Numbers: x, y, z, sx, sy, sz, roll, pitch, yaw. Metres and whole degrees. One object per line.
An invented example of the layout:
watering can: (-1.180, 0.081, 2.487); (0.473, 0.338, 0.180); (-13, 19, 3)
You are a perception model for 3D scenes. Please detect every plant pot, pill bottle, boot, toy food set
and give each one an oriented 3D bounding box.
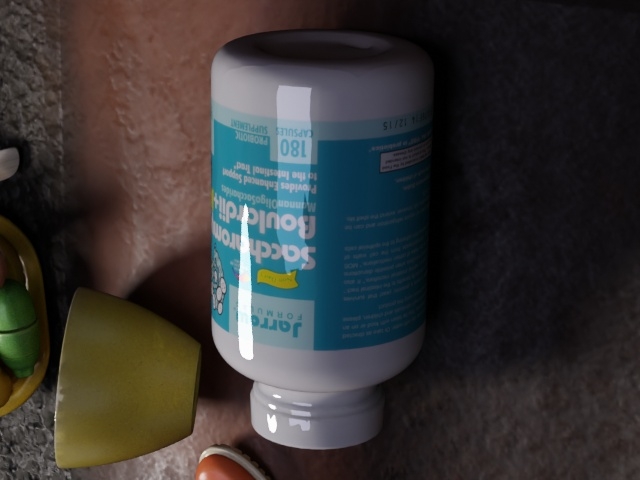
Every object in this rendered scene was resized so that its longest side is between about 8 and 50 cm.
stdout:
plant pot: (-0.138, 0.106, 1.306); (0.095, 0.134, 0.134); (6, 110, -1)
pill bottle: (0.000, 0.000, 1.175); (0.146, 0.146, 0.264); (9, 109, 26)
boot: (-0.062, 0.232, 1.318); (0.059, 0.084, 0.158); (-19, 94, 33)
toy food set: (-0.279, 0.047, 1.356); (0.128, 0.071, 0.218); (-6, 105, -2)
